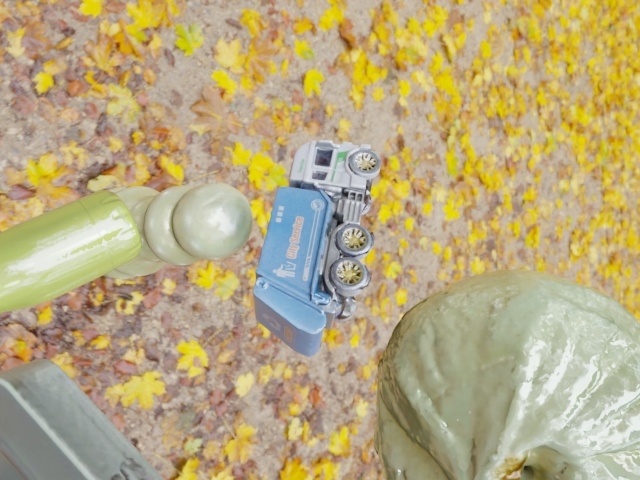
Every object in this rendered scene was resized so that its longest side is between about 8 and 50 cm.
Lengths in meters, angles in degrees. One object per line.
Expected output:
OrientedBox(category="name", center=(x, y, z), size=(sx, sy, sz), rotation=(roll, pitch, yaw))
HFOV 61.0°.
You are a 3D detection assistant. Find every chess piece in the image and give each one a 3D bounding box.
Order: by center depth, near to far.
OrientedBox(category="chess piece", center=(-0.257, -0.022, 0.949), size=(0.182, 0.330, 0.183), rotation=(7, 81, -53))

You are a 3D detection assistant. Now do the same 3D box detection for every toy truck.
OrientedBox(category="toy truck", center=(0.000, 0.000, 0.913), size=(0.146, 0.175, 0.368), rotation=(101, 0, -60))

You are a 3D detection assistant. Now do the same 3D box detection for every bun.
OrientedBox(category="bun", center=(0.119, 0.120, 0.333), size=(0.118, 0.195, 0.196), rotation=(-54, 129, -63))

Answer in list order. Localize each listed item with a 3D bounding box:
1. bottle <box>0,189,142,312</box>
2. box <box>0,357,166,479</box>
OrientedBox(category="bottle", center=(-0.382, 0.028, 0.734), size=(0.260, 0.112, 0.112), rotation=(-30, 110, -28))
OrientedBox(category="box", center=(-0.392, 0.427, 0.774), size=(0.397, 0.396, 0.111), rotation=(-53, 167, 19))
